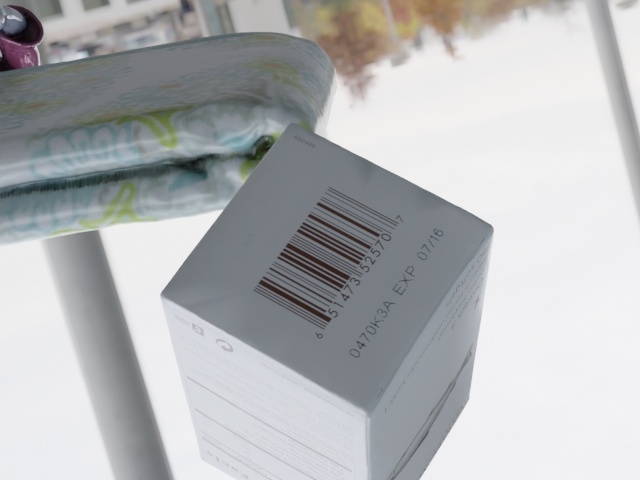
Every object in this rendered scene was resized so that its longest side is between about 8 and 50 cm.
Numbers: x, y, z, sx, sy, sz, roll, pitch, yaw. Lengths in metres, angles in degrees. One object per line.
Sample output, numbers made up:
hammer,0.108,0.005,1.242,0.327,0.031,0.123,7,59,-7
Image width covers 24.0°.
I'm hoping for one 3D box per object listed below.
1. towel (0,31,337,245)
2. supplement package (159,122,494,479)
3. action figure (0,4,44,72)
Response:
towel,-0.176,-0.076,1.157,0.374,0.090,0.320,-9,-162,6
supplement package,0.006,0.052,0.690,0.105,0.105,0.179,-55,162,-23
action figure,-0.402,-0.161,1.565,0.248,0.370,0.276,-56,-164,8
